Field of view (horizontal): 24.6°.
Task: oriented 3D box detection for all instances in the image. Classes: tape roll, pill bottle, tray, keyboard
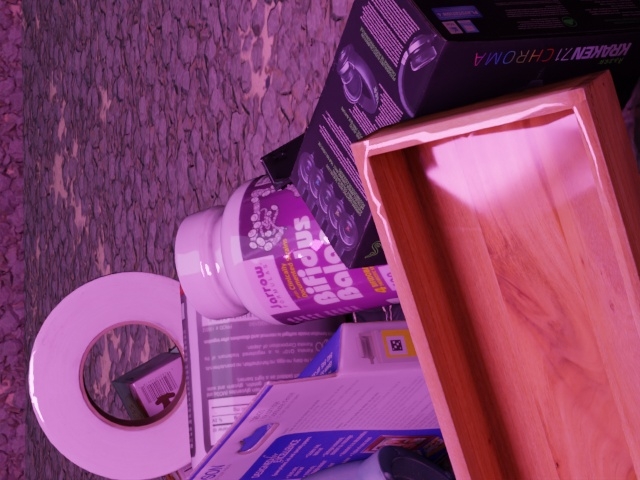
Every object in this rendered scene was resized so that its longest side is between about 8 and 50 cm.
[{"bbox_3d":[-0.254,0.182,2.011,0.100,0.286,0.286,170,100,-82],"label":"tape roll"},{"bbox_3d":[-0.064,0.201,1.844,0.210,0.210,0.363,158,110,-64],"label":"pill bottle"},{"bbox_3d":[0.186,0.088,1.174,0.203,0.076,0.411,-12,101,32],"label":"tray"},{"bbox_3d":[0.000,0.000,1.581,0.302,0.169,0.169,-13,75,27],"label":"pill bottle"},{"bbox_3d":[0.022,-0.114,1.544,0.023,0.180,0.108,61,180,-29],"label":"keyboard"}]

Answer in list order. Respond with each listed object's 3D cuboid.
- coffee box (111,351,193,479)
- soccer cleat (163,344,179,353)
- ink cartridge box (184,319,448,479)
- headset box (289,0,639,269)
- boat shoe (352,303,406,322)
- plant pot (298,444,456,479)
[{"bbox_3d":[-0.196,0.294,2.152,0.246,0.098,0.141,64,161,-7],"label":"coffee box"},{"bbox_3d":[-0.154,0.171,2.202,0.116,0.109,0.318,61,147,14],"label":"soccer cleat"},{"bbox_3d":[0.035,0.169,1.501,0.303,0.307,0.072,128,138,-54],"label":"ink cartridge box"},{"bbox_3d":[0.132,-0.114,1.338,0.131,0.246,0.283,58,141,35],"label":"headset box"},{"bbox_3d":[0.047,0.025,1.710,0.127,0.113,0.340,176,94,-66],"label":"boat shoe"},{"bbox_3d":[0.070,0.338,1.513,0.196,0.293,0.293,-52,37,14],"label":"plant pot"}]
